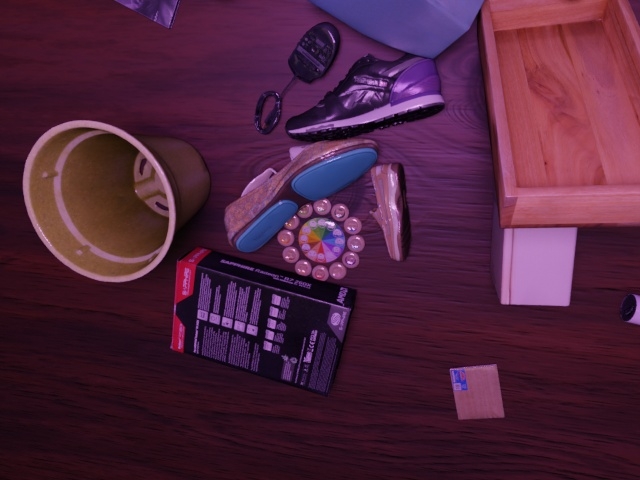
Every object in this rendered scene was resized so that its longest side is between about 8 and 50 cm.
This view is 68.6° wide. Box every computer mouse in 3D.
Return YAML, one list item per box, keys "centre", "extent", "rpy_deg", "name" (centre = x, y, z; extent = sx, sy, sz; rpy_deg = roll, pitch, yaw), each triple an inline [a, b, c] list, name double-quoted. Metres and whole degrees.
- centre: [-0.048, -0.298, 0.879]
  extent: [0.071, 0.041, 0.242]
  rpy_deg: [43, 118, -5]
  name: "computer mouse"

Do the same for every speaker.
- centre: [0.632, 0.139, 0.858]
  extent: [0.136, 0.055, 0.055]
  rpy_deg: [13, 110, 8]
  name: "speaker"

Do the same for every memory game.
- centre: [0.000, 0.000, 0.973]
  extent: [0.187, 0.012, 0.186]
  rpy_deg: [3, 108, 11]
  name: "memory game"

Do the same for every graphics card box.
- centre: [-0.127, 0.172, 1.010]
  extent: [0.371, 0.094, 0.232]
  rpy_deg: [14, 112, 8]
  name: "graphics card box"

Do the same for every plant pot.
- centre: [0.129, -0.404, 0.712]
  extent: [0.234, 0.166, 0.165]
  rpy_deg: [31, 78, -12]
  name: "plant pot"
- centre: [-0.342, -0.096, 0.887]
  extent: [0.277, 0.254, 0.275]
  rpy_deg: [4, 109, 11]
  name: "plant pot"

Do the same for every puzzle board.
- centre: [0.336, 0.325, 1.007]
  extent: [0.097, 0.011, 0.128]
  rpy_deg: [-9, 105, 16]
  name: "puzzle board"

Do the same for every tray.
- centre: [0.339, -0.203, 0.651]
  extent: [0.203, 0.410, 0.076]
  rpy_deg: [-1, 146, 13]
  name: "tray"

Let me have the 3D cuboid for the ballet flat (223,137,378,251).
- centre: [-0.054, -0.112, 0.904]
  extent: [0.349, 0.123, 0.123]
  rpy_deg: [-35, 97, 19]
  name: "ballet flat"

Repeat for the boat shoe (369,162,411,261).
- centre: [0.130, -0.053, 0.907]
  extent: [0.072, 0.068, 0.189]
  rpy_deg: [-2, 98, 26]
  name: "boat shoe"

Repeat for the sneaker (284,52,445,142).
- centre: [0.069, -0.260, 0.843]
  extent: [0.284, 0.107, 0.124]
  rpy_deg: [-11, 90, 12]
  name: "sneaker"

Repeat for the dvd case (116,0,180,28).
- centre: [-0.315, -0.536, 0.865]
  extent: [0.165, 0.018, 0.221]
  rpy_deg: [28, 111, 2]
  name: "dvd case"

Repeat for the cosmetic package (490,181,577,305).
- centre: [0.360, -0.060, 0.798]
  extent: [0.113, 0.160, 0.309]
  rpy_deg: [-1, 106, 13]
  name: "cosmetic package"
